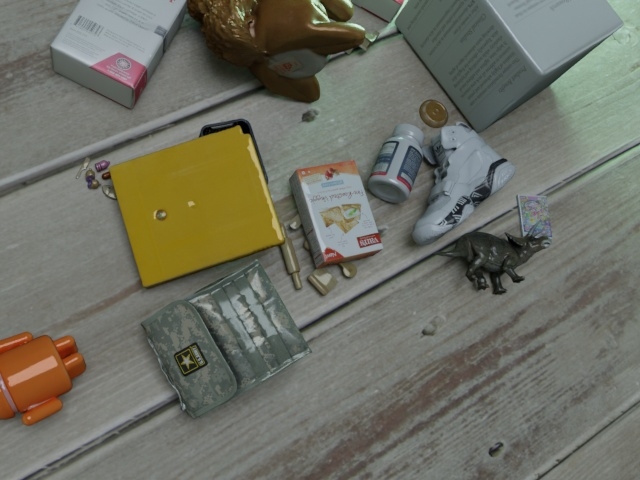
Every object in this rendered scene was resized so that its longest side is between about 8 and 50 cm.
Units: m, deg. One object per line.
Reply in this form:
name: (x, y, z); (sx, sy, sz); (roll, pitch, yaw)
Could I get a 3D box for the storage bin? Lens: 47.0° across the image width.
storage bin: (-0.207, -0.180, 1.716); (0.122, 0.084, 0.180); (-14, 77, -20)

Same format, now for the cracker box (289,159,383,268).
cracker box: (0.036, -0.063, 1.733); (0.156, 0.067, 0.232); (-13, 78, -23)

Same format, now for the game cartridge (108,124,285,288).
game cartridge: (-0.271, -0.076, 1.619); (0.324, 0.052, 0.285); (-18, 82, -2)

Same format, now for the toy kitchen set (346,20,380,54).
toy kitchen set: (0.097, -0.535, 1.947); (0.083, 0.068, 0.075); (37, 39, -3)

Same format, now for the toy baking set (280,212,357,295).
toy baking set: (-0.006, 0.003, 1.751); (0.197, 0.030, 0.256); (-17, 79, -24)

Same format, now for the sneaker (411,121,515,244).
sneaker: (0.311, -0.150, 1.838); (0.366, 0.137, 0.210); (-38, 86, -28)

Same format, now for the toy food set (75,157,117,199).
toy food set: (-0.481, -0.141, 1.656); (0.122, 0.019, 0.077); (24, 68, -8)

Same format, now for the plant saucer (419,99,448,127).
plant saucer: (0.304, -0.340, 1.957); (0.084, 0.015, 0.083); (5, 71, -15)

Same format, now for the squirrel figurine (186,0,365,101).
squirrel figurine: (-0.116, -0.579, 1.776); (0.397, 0.281, 0.370); (5, 65, -18)

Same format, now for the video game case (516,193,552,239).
video game case: (0.566, -0.062, 1.949); (0.087, 0.011, 0.122); (2, 73, -16)

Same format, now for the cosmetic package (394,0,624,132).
cosmetic package: (0.472, -0.566, 1.909); (0.327, 0.329, 0.393); (-34, 86, -24)

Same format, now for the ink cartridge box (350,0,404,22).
ink cartridge box: (0.173, -0.740, 1.998); (0.172, 0.100, 0.237); (27, 68, -7)

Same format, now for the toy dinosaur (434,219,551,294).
toy dinosaur: (0.415, 0.038, 1.834); (0.314, 0.121, 0.160); (3, 60, -11)

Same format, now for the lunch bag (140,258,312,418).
lunch bag: (-0.205, 0.210, 1.551); (0.287, 0.169, 0.235); (-29, 86, -15)

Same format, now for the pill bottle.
pill bottle: (0.194, -0.194, 1.828); (0.108, 0.108, 0.180); (26, 67, -7)

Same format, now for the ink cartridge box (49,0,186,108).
ink cartridge box: (-0.464, -0.483, 1.716); (0.207, 0.117, 0.283); (26, 68, -7)

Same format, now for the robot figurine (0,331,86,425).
robot figurine: (-0.575, 0.268, 1.439); (0.219, 0.128, 0.158); (-24, 106, -22)
